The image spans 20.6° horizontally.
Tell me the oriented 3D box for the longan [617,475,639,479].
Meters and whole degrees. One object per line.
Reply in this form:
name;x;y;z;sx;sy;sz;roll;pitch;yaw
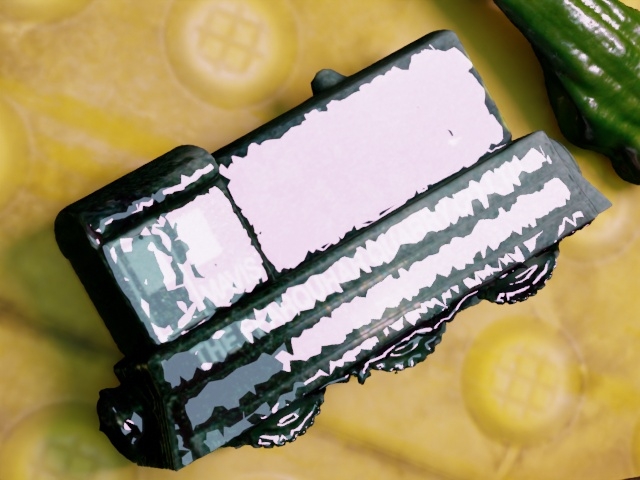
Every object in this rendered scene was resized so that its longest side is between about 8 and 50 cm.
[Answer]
longan;0.213;0.305;0.996;0.361;0.361;0.361;1;87;-18

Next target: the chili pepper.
chili pepper;0.149;-0.130;1.095;0.253;0.099;0.083;42;77;-11

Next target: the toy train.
toy train;0.000;0.000;1.026;0.330;0.138;0.178;-31;93;-17
